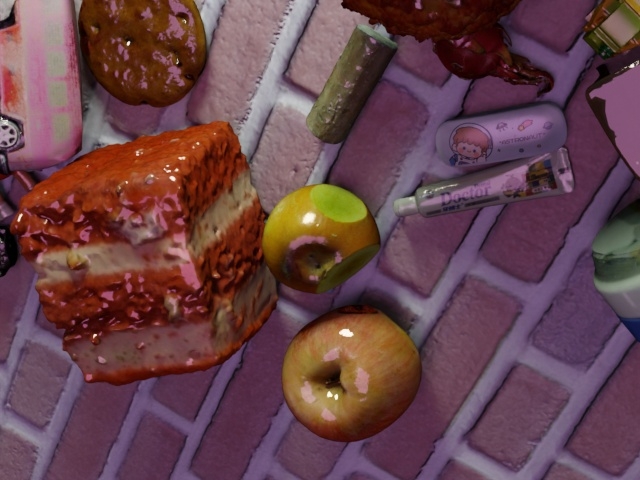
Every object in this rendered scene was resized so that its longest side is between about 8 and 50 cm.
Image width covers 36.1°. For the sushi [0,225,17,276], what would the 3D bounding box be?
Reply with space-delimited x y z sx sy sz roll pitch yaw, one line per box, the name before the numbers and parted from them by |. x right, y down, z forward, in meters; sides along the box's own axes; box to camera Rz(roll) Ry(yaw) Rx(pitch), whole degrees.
sushi | -0.555 0.018 1.652 0.083 0.056 0.085 -3 109 11

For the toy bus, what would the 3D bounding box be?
toy bus | -0.425 -0.249 1.432 0.147 0.127 0.303 -5 108 -12

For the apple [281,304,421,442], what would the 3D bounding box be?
apple | 0.047 0.194 1.466 0.209 0.164 0.209 4 101 21

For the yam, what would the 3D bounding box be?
yam | 0.043 -0.216 1.356 0.068 0.068 0.169 33 121 3

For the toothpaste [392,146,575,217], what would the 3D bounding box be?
toothpaste | 0.224 -0.072 1.372 0.255 0.037 0.067 -13 103 18

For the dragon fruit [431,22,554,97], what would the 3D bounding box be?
dragon fruit | 0.218 -0.239 1.280 0.190 0.094 0.094 37 118 -12

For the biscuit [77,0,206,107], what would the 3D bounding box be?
biscuit | -0.263 -0.298 1.437 0.212 0.036 0.212 6 112 16

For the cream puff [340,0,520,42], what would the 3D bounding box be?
cream puff | 0.148 -0.392 1.153 0.350 0.228 0.350 -3 82 24

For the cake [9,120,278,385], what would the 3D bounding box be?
cake | -0.235 0.023 1.429 0.269 0.270 0.320 -9 109 21

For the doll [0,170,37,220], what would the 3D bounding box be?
doll | -0.536 -0.134 1.571 0.183 0.085 0.217 -19 122 24

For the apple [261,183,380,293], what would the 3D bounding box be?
apple | -0.003 0.005 1.412 0.163 0.147 0.146 29 118 3

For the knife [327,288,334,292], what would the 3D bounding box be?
knife | -0.020 0.052 1.514 0.096 0.010 0.027 32 116 1

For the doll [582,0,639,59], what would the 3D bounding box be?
doll | 0.393 -0.292 1.171 0.106 0.134 0.186 43 123 -4

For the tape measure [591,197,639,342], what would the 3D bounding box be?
tape measure | 0.469 0.009 1.205 0.262 0.259 0.138 -28 100 30

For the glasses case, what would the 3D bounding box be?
glasses case | 0.243 -0.143 1.329 0.178 0.045 0.067 -8 108 21

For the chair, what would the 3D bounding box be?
chair | 0.411 -0.127 1.127 0.160 0.319 0.186 -23 102 24
